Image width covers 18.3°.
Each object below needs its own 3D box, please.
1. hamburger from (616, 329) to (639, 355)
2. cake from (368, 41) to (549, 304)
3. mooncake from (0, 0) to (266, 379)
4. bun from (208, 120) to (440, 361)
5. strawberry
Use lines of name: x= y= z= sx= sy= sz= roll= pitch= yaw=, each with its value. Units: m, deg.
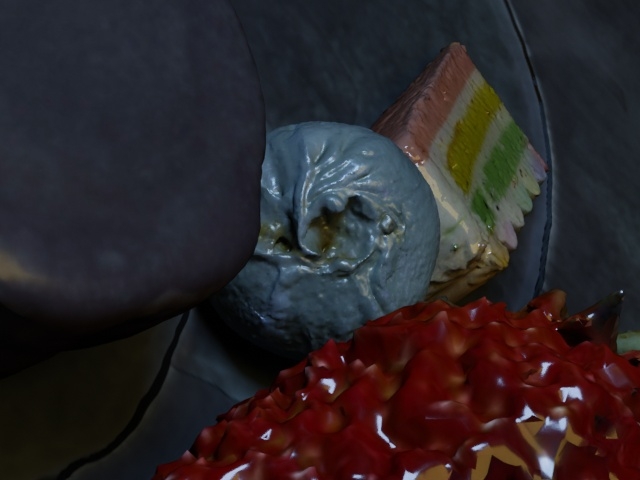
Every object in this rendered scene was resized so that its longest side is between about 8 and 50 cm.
hamburger: x=0.200 y=0.145 z=1.211 sx=0.131 sy=0.159 sz=0.185 roll=-71 pitch=165 yaw=-50
cake: x=0.088 y=-0.047 z=1.241 sx=0.109 sy=0.090 sz=0.225 roll=50 pitch=43 yaw=-7
mooncake: x=-0.166 y=-0.079 z=0.963 sx=0.306 sy=0.154 sz=0.306 roll=20 pitch=58 yaw=-35
bun: x=0.000 y=0.000 z=1.099 sx=0.140 sy=0.083 sz=0.141 roll=0 pitch=89 yaw=-7
strawberry: x=0.032 y=0.194 z=0.958 sx=0.343 sy=0.292 sz=0.292 roll=-38 pitch=97 yaw=-28
